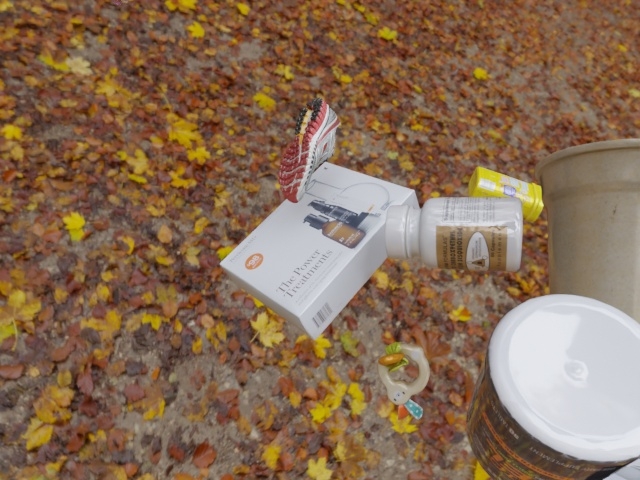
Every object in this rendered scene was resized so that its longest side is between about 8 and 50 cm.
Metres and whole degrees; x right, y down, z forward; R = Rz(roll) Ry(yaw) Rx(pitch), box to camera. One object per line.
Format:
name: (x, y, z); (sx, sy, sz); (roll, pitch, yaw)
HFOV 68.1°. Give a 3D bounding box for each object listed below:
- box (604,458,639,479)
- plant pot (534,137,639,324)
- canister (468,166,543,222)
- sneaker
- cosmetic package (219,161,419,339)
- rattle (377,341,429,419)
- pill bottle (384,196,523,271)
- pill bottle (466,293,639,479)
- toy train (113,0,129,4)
box: (0.601, 0.581, 0.931); (0.262, 0.127, 0.231); (-42, 43, -14)
plant pot: (0.507, 0.038, 0.766); (0.333, 0.334, 0.306); (12, 84, -14)
canister: (0.476, -0.122, 1.226); (0.169, 0.073, 0.126); (20, 36, 4)
sneaker: (-0.013, -0.180, 0.987); (0.092, 0.088, 0.225); (30, 77, -39)
cosmetic package: (0.000, 0.000, 1.070); (0.284, 0.097, 0.377); (24, 63, 43)
rattle: (0.190, 0.349, 1.101); (0.130, 0.143, 0.200); (5, 94, 3)
pill bottle: (0.239, -0.013, 0.857); (0.229, 0.131, 0.131); (1, 49, 20)
pill bottle: (0.208, 0.163, 0.440); (0.130, 0.246, 0.131); (-6, 53, 7)
toy train: (-0.405, -0.549, 0.974); (0.166, 0.125, 0.046); (-25, 64, -7)
